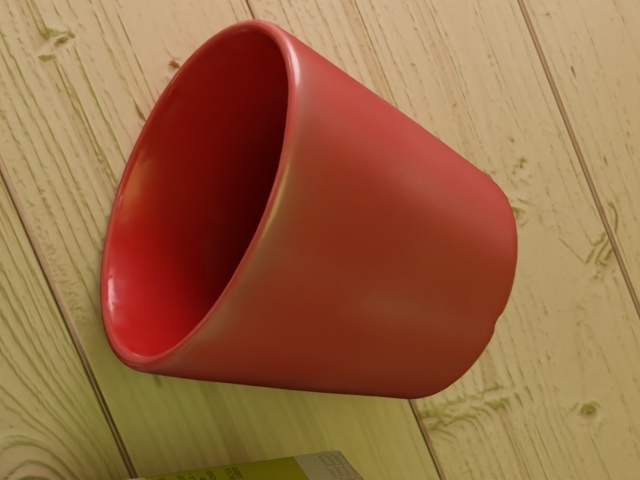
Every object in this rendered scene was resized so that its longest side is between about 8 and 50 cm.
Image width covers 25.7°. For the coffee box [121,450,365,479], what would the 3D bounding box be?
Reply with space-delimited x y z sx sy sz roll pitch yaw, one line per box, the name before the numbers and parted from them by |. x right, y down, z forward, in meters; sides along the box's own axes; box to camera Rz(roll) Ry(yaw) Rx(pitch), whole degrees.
coffee box | -0.085 0.379 0.923 0.334 0.338 0.338 -5 113 -21

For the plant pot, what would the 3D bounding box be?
plant pot | 0.000 0.000 1.082 0.243 0.275 0.275 21 80 -29
